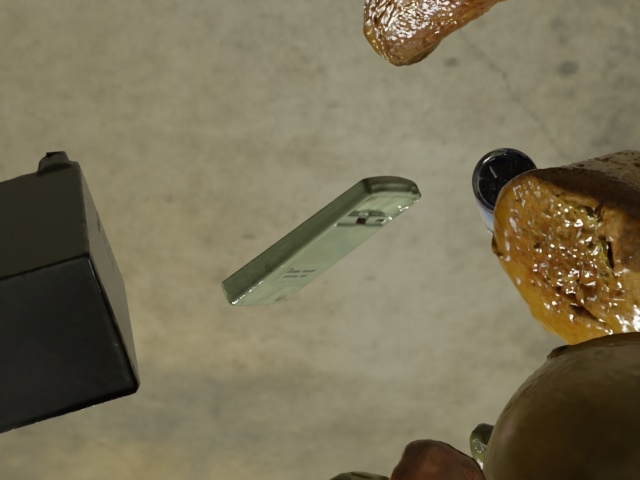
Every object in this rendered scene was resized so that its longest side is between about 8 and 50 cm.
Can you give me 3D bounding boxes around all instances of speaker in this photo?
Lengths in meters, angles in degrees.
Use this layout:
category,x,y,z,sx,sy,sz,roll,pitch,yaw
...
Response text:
category,x,y,z,sx,sy,sz,roll,pitch,yaw
speaker,-0.326,0.060,1.431,0.232,0.254,0.184,-16,119,-4

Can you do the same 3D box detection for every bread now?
category,x,y,z,sx,sy,sz,roll,pitch,yaw
bread,0.325,0.018,1.594,0.146,0.268,0.268,-29,167,-35

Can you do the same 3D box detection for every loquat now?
category,x,y,z,sx,sy,sz,roll,pitch,yaw
loquat,0.291,0.241,1.358,0.359,0.328,0.328,17,166,45

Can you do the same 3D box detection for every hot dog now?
category,x,y,z,sx,sy,sz,roll,pitch,yaw
hot dog,0.160,-0.316,1.687,0.196,0.122,0.272,-31,-179,-42

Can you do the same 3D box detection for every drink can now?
category,x,y,z,sx,sy,sz,roll,pitch,yaw
drink can,0.270,-0.063,2.008,0.097,0.097,0.235,-5,171,10

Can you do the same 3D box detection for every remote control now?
category,x,y,z,sx,sy,sz,roll,pitch,yaw
remote control,0.000,0.000,1.812,0.285,0.038,0.123,-39,157,33

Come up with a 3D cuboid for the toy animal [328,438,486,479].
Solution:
category,x,y,z,sx,sy,sz,roll,pitch,yaw
toy animal,0.046,0.322,1.214,0.191,0.216,0.338,23,141,-18
